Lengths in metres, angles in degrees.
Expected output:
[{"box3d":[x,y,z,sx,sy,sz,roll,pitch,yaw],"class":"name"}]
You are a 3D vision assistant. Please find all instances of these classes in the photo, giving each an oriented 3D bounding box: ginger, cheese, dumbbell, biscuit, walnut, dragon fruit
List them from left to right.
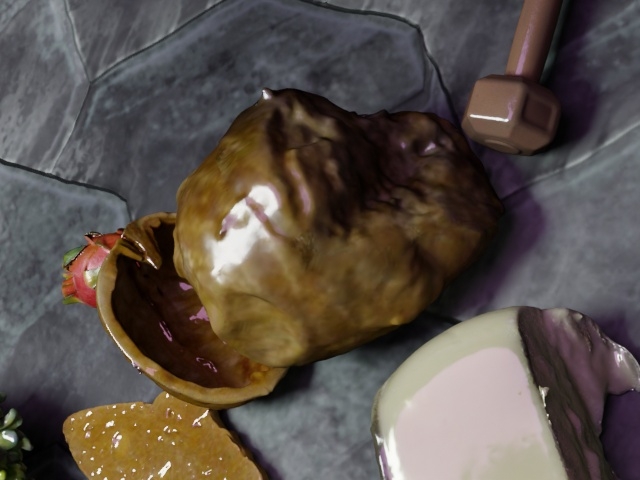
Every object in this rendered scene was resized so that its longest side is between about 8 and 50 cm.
[{"box3d":[-0.210,0.031,1.750,0.116,0.086,0.081,-17,71,21],"class":"dragon fruit"},{"box3d":[-0.148,0.213,1.687,0.250,0.035,0.162,18,79,32],"class":"biscuit"},{"box3d":[-0.124,0.080,1.666,0.167,0.087,0.211,-30,73,-31],"class":"walnut"},{"box3d":[0.001,0.003,1.577,0.223,0.269,0.200,-56,32,38],"class":"ginger"},{"box3d":[0.162,0.190,1.465,0.233,0.127,0.266,-23,67,18],"class":"cheese"},{"box3d":[0.193,-0.190,1.596,0.082,0.092,0.231,0,72,61],"class":"dumbbell"}]

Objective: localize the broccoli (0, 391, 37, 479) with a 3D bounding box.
[{"box3d":[-0.402,0.296,1.692,0.334,0.272,0.324,-32,93,33],"class":"broccoli"}]
